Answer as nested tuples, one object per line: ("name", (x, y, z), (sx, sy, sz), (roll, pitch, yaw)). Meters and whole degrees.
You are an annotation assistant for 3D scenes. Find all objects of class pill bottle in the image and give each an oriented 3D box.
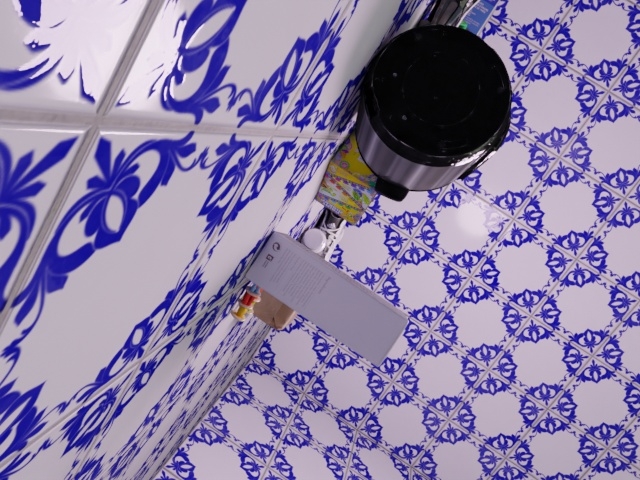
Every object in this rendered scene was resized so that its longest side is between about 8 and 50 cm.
("pill bottle", (-0.028, 0.006, 2.271), (0.107, 0.108, 0.180), (-56, 176, -7))

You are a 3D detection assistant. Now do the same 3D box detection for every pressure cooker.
("pressure cooker", (0.280, -0.329, 1.467), (0.370, 0.375, 0.420), (-21, 172, -5))

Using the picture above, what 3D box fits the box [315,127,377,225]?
("box", (0.150, -0.253, 1.845), (0.289, 0.177, 0.279), (-55, 177, -24))

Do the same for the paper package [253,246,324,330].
("paper package", (-0.118, 0.168, 2.069), (0.309, 0.168, 0.325), (-56, 175, -4))

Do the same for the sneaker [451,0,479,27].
("sneaker", (0.451, -0.780, 1.785), (0.124, 0.107, 0.283), (-47, 171, -34))

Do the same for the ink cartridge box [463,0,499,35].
("ink cartridge box", (0.629, -0.933, 2.344), (0.395, 0.151, 0.270), (-56, 177, 13))

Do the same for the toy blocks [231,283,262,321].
("toy blocks", (-0.216, 0.174, 1.729), (0.148, 0.054, 0.123), (-58, 175, 17))

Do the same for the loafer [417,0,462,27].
("loafer", (0.324, -0.645, 1.636), (0.267, 0.084, 0.096), (-51, -154, -20))

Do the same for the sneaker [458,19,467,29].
("sneaker", (0.437, -0.711, 1.974), (0.295, 0.124, 0.109), (-56, 175, -8))

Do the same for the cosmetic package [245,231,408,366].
("cosmetic package", (0.023, 0.163, 1.608), (0.161, 0.454, 0.230), (-57, 176, 2))

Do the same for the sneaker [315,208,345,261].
("sneaker", (-0.001, -0.001, 2.473), (0.257, 0.169, 0.447), (103, 11, -55))
